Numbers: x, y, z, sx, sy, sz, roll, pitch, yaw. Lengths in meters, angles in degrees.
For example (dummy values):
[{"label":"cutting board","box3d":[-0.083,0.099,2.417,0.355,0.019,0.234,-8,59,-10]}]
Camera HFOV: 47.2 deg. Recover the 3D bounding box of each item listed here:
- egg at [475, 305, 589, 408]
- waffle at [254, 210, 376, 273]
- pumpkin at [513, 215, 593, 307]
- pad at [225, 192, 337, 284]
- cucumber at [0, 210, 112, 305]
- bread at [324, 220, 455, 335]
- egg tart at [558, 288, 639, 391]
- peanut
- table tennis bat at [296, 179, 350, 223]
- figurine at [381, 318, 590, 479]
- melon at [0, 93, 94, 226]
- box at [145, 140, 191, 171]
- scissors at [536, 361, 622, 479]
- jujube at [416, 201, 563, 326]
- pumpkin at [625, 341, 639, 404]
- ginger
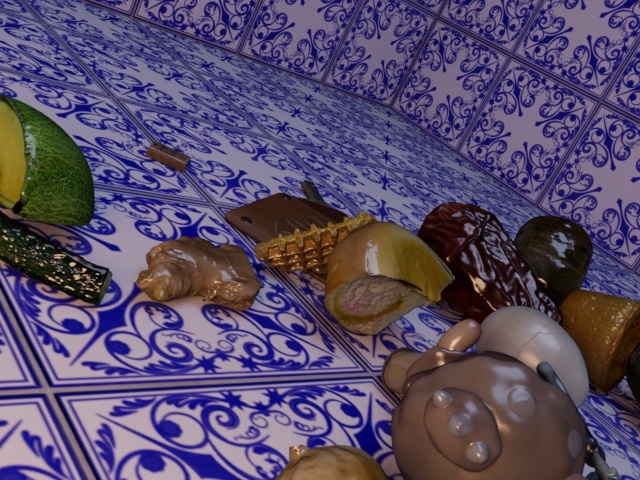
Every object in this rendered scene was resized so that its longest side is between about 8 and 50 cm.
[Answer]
[{"label":"egg","box3d":[0.354,0.201,1.226,0.151,0.151,0.209,3,33,-51]},{"label":"waffle","box3d":[0.000,0.000,1.236,0.161,0.192,0.046,23,42,-44]},{"label":"pumpkin","box3d":[0.564,0.066,1.762,0.242,0.232,0.325,34,23,11]},{"label":"pad","box3d":[-0.019,-0.003,1.448,0.287,0.018,0.284,31,22,13]},{"label":"cucumber","box3d":[-0.345,0.020,0.901,0.187,0.058,0.058,29,19,1]},{"label":"bread","box3d":[0.100,0.055,1.188,0.261,0.158,0.156,27,42,-39]},{"label":"egg tart","box3d":[0.566,0.197,1.508,0.147,0.202,0.203,23,13,37]},{"label":"peanut","box3d":[0.011,0.262,0.636,0.129,0.129,0.224,21,17,-17]},{"label":"table tennis bat","box3d":[0.004,-0.070,1.662,0.154,0.021,0.274,17,23,-25]},{"label":"figurine","box3d":[0.179,0.219,0.906,0.248,0.203,0.380,41,2,-13]},{"label":"melon","box3d":[-0.388,-0.112,1.006,0.265,0.129,0.169,25,2,36]},{"label":"box","box3d":[-0.309,-0.171,1.494,0.083,0.024,0.053,26,19,-9]},{"label":"scissors","box3d":[0.342,0.290,0.850,0.383,0.029,0.256,-35,101,-83]},{"label":"jujube","box3d":[0.335,0.078,1.479,0.216,0.216,0.342,4,37,-50]},{"label":"pumpkin","box3d":[0.744,0.304,1.406,0.320,0.192,0.320,28,22,-13]},{"label":"ginger","box3d":[-0.180,0.043,1.042,0.213,0.074,0.137,1,32,-41]}]
